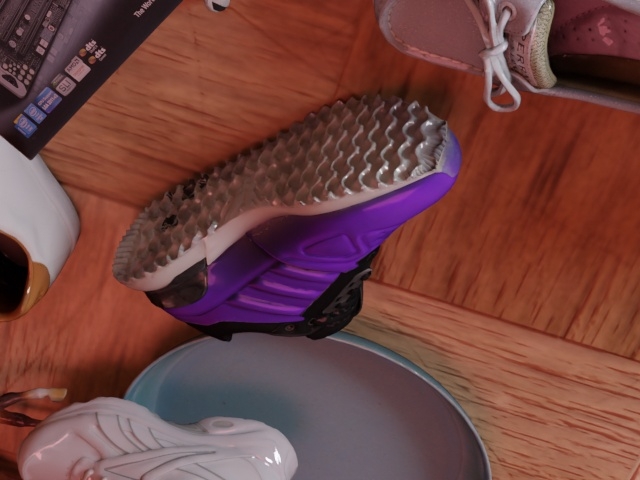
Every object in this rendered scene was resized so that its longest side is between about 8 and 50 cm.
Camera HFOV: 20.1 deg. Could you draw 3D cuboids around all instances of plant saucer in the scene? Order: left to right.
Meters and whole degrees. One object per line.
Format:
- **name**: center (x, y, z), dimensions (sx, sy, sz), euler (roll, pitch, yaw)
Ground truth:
- **plant saucer**: center (-0.013, 0.176, 1.509), dimensions (0.317, 0.044, 0.318), euler (7, 132, 7)

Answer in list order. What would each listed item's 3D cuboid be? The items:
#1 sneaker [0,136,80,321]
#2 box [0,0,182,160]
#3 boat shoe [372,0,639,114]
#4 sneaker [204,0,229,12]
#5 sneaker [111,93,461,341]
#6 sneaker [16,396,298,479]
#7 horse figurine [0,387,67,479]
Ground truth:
- **sneaker**: center (-0.275, -0.061, 1.304), dimensions (0.106, 0.123, 0.290), euler (-17, 124, 28)
- **box**: center (-0.186, -0.228, 1.147), dimensions (0.242, 0.076, 0.307), euler (41, 128, -14)
- **boat shoe**: center (0.179, -0.128, 1.130), dimensions (0.320, 0.103, 0.118), euler (12, 142, 15)
- **sneaker**: center (-0.055, -0.183, 1.203), dimensions (0.037, 0.032, 0.083), euler (16, 133, -1)
- **sneaker**: center (0.000, -0.001, 1.318), dimensions (0.293, 0.102, 0.146), euler (-21, 128, 34)
- **sneaker**: center (-0.141, 0.196, 1.448), dimensions (0.232, 0.115, 0.090), euler (1, 131, 12)
- **horse figurine**: center (-0.296, 0.188, 1.570), dimensions (0.174, 0.066, 0.263), euler (3, 130, 3)
